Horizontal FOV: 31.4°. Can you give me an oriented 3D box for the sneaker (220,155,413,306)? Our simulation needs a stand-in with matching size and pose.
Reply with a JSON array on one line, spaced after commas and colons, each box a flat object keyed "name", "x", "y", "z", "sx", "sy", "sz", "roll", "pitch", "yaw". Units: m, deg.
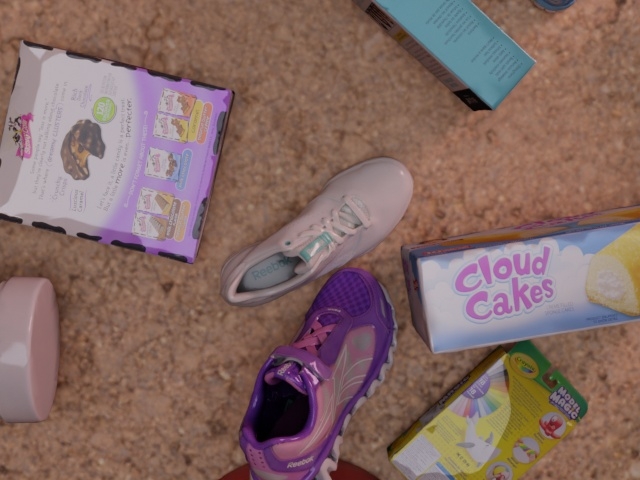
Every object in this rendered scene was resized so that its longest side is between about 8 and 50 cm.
[{"name": "sneaker", "x": 0.000, "y": 0.000, "z": 1.058, "sx": 0.212, "sy": 0.094, "sz": 0.080, "roll": -36, "pitch": 95, "yaw": 2}]

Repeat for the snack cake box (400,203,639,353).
[{"name": "snack cake box", "x": 0.214, "y": 0.030, "z": 1.038, "sx": 0.264, "sy": 0.152, "sz": 0.089, "roll": -10, "pitch": 96, "yaw": -1}]

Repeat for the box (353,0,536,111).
[{"name": "box", "x": 0.079, "y": -0.219, "z": 1.033, "sx": 0.244, "sy": 0.100, "sz": 0.060, "roll": 41, "pitch": 93, "yaw": -6}]

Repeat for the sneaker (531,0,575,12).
[{"name": "sneaker", "x": 0.193, "y": -0.287, "z": 1.042, "sx": 0.063, "sy": 0.073, "sz": 0.162, "roll": -36, "pitch": 96, "yaw": 3}]

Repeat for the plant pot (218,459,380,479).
[{"name": "plant pot", "x": -0.021, "y": 0.359, "z": 1.022, "sx": 0.274, "sy": 0.243, "sz": 0.275, "roll": 0, "pitch": 97, "yaw": -2}]

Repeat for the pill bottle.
[{"name": "pill bottle", "x": -0.386, "y": 0.096, "z": 1.024, "sx": 0.278, "sy": 0.162, "sz": 0.162, "roll": 0, "pitch": 96, "yaw": -2}]

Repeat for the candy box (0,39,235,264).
[{"name": "candy box", "x": -0.193, "y": -0.082, "z": 1.056, "sx": 0.196, "sy": 0.070, "sz": 0.165, "roll": 14, "pitch": 96, "yaw": -3}]

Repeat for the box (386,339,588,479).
[{"name": "box", "x": 0.163, "y": 0.184, "z": 1.109, "sx": 0.179, "sy": 0.043, "sz": 0.105, "roll": -42, "pitch": 95, "yaw": 6}]

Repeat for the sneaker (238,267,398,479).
[{"name": "sneaker", "x": -0.006, "y": 0.118, "z": 1.025, "sx": 0.095, "sy": 0.104, "sz": 0.236, "roll": 9, "pitch": 61, "yaw": 30}]
